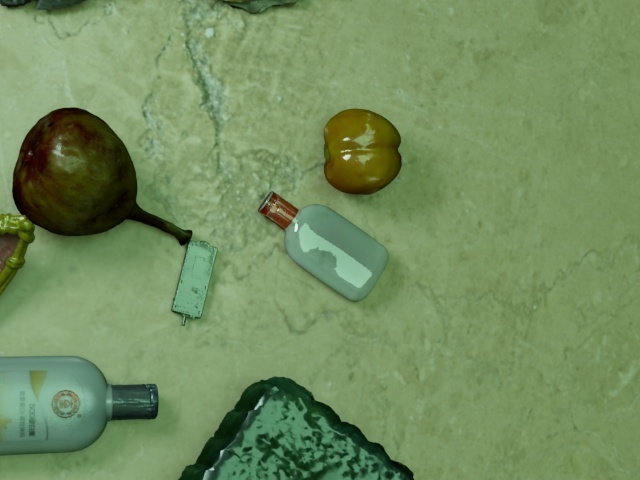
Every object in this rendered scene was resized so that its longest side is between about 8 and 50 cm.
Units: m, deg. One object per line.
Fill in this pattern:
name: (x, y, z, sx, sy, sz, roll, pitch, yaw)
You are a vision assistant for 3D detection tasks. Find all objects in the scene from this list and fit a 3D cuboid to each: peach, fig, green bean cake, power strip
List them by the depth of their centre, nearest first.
fig: (-0.323, -0.056, 1.694, 0.190, 0.190, 0.290, -46, 111, -18)
green bean cake: (-0.054, 0.396, 1.716, 0.300, 0.169, 0.308, 40, 73, -8)
power strip: (-0.197, 0.066, 1.790, 0.051, 0.019, 0.136, 16, 78, -17)
peach: (0.067, -0.141, 1.850, 0.138, 0.138, 0.138, 3, 82, -18)

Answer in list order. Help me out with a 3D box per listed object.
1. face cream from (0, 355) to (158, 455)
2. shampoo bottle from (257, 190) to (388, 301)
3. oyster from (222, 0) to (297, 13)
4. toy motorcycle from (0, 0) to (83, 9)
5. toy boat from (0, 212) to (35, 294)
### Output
face cream: (-0.382, 0.239, 1.678, 0.291, 0.071, 0.144, 3, 82, -18)
shampoo bottle: (0.000, 0.000, 1.847, 0.221, 0.051, 0.108, 35, 76, -11)
oyster: (-0.081, -0.498, 1.857, 0.351, 0.115, 0.238, -22, 90, -20)
toy motorcycle: (-0.385, -0.409, 1.741, 0.215, 0.122, 0.080, -15, 72, -20)
toy boat: (-0.533, 0.072, 1.629, 0.318, 0.099, 0.141, -44, 112, -7)
